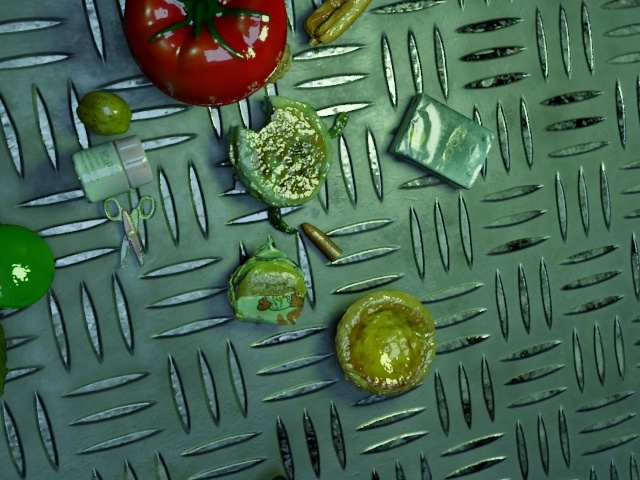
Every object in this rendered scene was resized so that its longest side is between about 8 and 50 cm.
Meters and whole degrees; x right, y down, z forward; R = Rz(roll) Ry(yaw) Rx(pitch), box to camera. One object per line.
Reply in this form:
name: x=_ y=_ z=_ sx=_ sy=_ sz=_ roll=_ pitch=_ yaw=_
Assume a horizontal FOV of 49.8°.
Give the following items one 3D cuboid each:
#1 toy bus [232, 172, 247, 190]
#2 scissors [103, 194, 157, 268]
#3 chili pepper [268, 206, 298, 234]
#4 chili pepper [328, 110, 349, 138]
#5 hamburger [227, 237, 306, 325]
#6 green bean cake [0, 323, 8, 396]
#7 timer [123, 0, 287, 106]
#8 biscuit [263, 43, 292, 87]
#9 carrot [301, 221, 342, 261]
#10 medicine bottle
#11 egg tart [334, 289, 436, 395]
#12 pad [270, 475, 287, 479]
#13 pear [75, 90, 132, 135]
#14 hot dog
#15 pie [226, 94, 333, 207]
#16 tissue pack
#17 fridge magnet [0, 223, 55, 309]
toy bus: x=-0.201 y=-0.195 z=1.825 sx=0.052 sy=0.037 sz=0.130 roll=8 pitch=94 yaw=-22
scissors: x=-0.485 y=-0.023 z=1.769 sx=0.134 sy=0.020 sz=0.187 roll=-3 pitch=97 yaw=-21
chili pepper: x=-0.110 y=-0.058 z=1.871 sx=0.055 sy=0.035 sz=0.118 roll=-28 pitch=101 yaw=6
chili pepper: x=0.050 y=-0.315 z=1.891 sx=0.030 sy=0.034 sz=0.091 roll=34 pitch=87 yaw=15
hamburger: x=-0.137 y=0.116 z=1.835 sx=0.214 sy=0.125 sz=0.235 roll=12 pitch=108 yaw=-28
green bean cake: x=-0.854 y=0.270 z=1.566 sx=0.247 sy=0.250 sz=0.156 roll=-15 pitch=135 yaw=-16
timer: x=-0.265 y=-0.505 z=1.623 sx=0.378 sy=0.279 sz=0.377 roll=0 pitch=86 yaw=-4
biscuit: x=-0.147 y=-0.443 z=1.790 sx=0.183 sy=0.061 sz=0.118 roll=-31 pitch=64 yaw=-11
carrot: x=0.000 y=0.000 z=1.905 sx=0.139 sy=0.048 sz=0.048 roll=44 pitch=84 yaw=-16
medicine bottle: x=-0.506 y=-0.175 z=1.683 sx=0.169 sy=0.135 sz=0.135 roll=-20 pitch=103 yaw=-13
egg tart: x=0.179 y=0.284 z=1.957 sx=0.319 sy=0.128 sz=0.318 roll=-2 pitch=99 yaw=-14
pad: x=-0.219 y=0.714 z=1.930 sx=0.250 sy=0.055 sz=0.323 roll=-37 pitch=106 yaw=-9
pear: x=-0.524 y=-0.310 z=1.676 sx=0.131 sy=0.107 sz=0.107 roll=24 pitch=90 yaw=-26
hot dog: x=0.051 y=-0.603 z=1.827 sx=0.102 sy=0.076 sz=0.249 roll=41 pitch=81 yaw=20
pie: x=-0.098 y=-0.230 z=1.814 sx=0.303 sy=0.067 sz=0.302 roll=-4 pitch=98 yaw=-27
tissue pack: x=0.344 y=-0.277 z=1.954 sx=0.257 sy=0.081 sz=0.185 roll=25 pitch=90 yaw=-17
fridge magnet: x=-0.739 y=0.063 z=1.641 sx=0.208 sy=0.088 sz=0.208 roll=15 pitch=67 yaw=-38
